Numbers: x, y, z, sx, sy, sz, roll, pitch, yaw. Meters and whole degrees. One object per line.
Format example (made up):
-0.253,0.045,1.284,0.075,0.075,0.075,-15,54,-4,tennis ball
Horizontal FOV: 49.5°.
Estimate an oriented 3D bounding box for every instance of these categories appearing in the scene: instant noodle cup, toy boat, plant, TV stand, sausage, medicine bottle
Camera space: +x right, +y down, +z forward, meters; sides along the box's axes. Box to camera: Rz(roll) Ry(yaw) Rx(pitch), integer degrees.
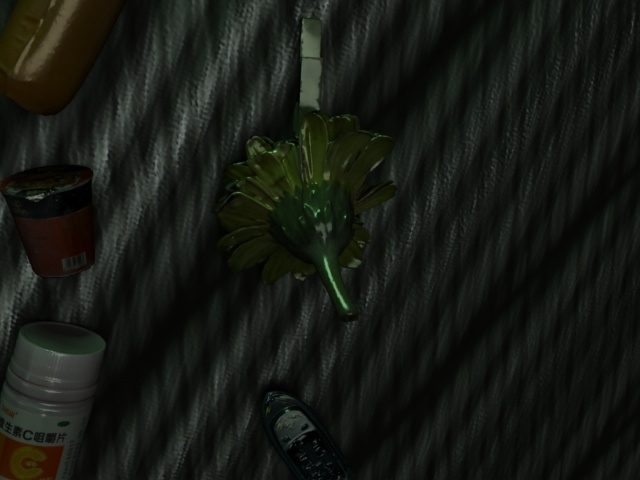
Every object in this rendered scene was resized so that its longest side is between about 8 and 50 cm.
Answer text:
-0.372,-0.026,0.978,0.127,0.127,0.135,-10,115,-16,instant noodle cup
-0.027,0.352,1.200,0.093,0.103,0.246,-33,109,-7,toy boat
-0.037,-0.026,1.025,0.261,0.297,0.305,17,139,6,plant
-0.020,-0.218,1.083,0.036,0.042,0.249,0,104,-15,TV stand
-0.309,-0.333,0.905,0.116,0.134,0.353,31,95,1,sausage
-0.408,0.256,1.027,0.133,0.133,0.249,15,98,-22,medicine bottle
